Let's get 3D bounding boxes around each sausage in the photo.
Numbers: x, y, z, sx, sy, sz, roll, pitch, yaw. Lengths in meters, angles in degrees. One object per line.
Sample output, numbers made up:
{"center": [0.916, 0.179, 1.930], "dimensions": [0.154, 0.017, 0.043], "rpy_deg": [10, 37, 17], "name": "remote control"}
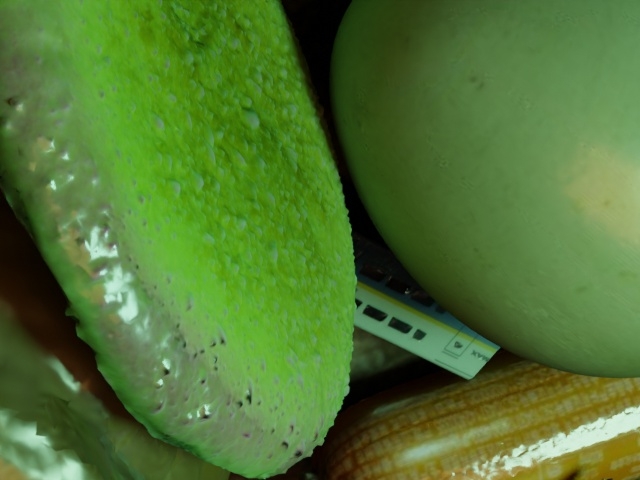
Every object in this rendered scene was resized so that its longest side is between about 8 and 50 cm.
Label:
{"center": [0.124, 0.099, 0.970], "dimensions": [0.312, 0.093, 0.093], "rpy_deg": [-17, 124, -14], "name": "sausage"}

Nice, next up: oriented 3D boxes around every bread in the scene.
{"center": [-0.048, -0.049, 0.684], "dimensions": [0.045, 0.301, 0.301], "rpy_deg": [-17, 129, 18], "name": "bread"}

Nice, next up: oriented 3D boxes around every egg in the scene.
{"center": [0.115, -0.042, 0.820], "dimensions": [0.253, 0.188, 0.188], "rpy_deg": [35, 101, -27], "name": "egg"}

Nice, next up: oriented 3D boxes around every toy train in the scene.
{"center": [0.000, 0.000, 0.878], "dimensions": [0.234, 0.052, 0.051], "rpy_deg": [27, 110, -34], "name": "toy train"}

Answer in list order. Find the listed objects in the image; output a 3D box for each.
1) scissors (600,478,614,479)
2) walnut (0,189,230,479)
{"center": [0.053, 0.190, 0.969], "dimensions": [0.247, 0.017, 0.144], "rpy_deg": [-26, 155, 9], "name": "scissors"}
{"center": [-0.175, 0.082, 0.707], "dimensions": [0.332, 0.333, 0.333], "rpy_deg": [-11, 123, -18], "name": "walnut"}
